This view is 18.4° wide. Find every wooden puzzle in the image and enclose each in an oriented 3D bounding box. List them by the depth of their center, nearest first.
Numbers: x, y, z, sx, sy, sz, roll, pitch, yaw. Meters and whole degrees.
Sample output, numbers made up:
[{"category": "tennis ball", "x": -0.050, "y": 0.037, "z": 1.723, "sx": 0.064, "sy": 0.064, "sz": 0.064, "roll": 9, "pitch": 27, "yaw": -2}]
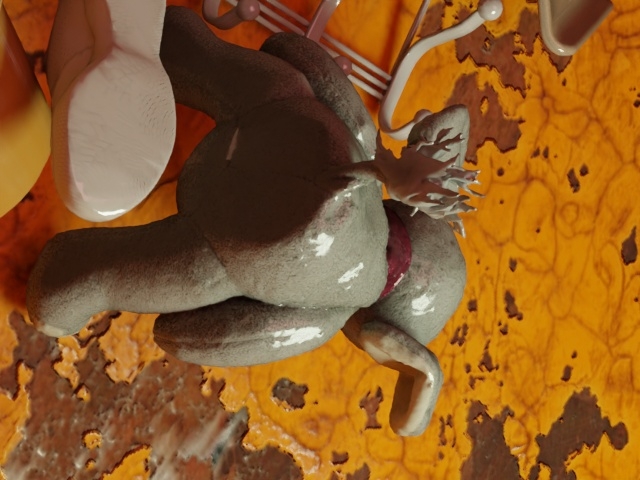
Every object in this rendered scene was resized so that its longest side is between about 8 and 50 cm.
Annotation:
[{"category": "wooden puzzle", "x": 0.205, "y": -0.298, "z": 1.741, "sx": 0.221, "sy": 0.044, "sz": 0.238, "roll": -46, "pitch": 127, "yaw": -64}]

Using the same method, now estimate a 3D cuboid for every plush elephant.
[{"category": "plush elephant", "x": 0.000, "y": 0.000, "z": 1.472, "sx": 0.255, "sy": 0.330, "sz": 0.271, "roll": 52, "pitch": 49, "yaw": -54}]

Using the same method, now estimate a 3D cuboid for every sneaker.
[{"category": "sneaker", "x": -0.147, "y": -0.095, "z": 1.273, "sx": 0.080, "sy": 0.094, "sz": 0.212, "roll": 24, "pitch": 53, "yaw": -32}]

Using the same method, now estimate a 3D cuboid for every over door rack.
[{"category": "over door rack", "x": 0.052, "y": -0.275, "z": 1.600, "sx": 0.239, "sy": 0.108, "sz": 0.324, "roll": 29, "pitch": 72, "yaw": -42}]

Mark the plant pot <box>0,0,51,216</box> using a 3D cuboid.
[{"category": "plant pot", "x": -0.269, "y": -0.103, "z": 1.252, "sx": 0.205, "sy": 0.205, "sz": 0.188, "roll": -64, "pitch": 145, "yaw": -21}]
